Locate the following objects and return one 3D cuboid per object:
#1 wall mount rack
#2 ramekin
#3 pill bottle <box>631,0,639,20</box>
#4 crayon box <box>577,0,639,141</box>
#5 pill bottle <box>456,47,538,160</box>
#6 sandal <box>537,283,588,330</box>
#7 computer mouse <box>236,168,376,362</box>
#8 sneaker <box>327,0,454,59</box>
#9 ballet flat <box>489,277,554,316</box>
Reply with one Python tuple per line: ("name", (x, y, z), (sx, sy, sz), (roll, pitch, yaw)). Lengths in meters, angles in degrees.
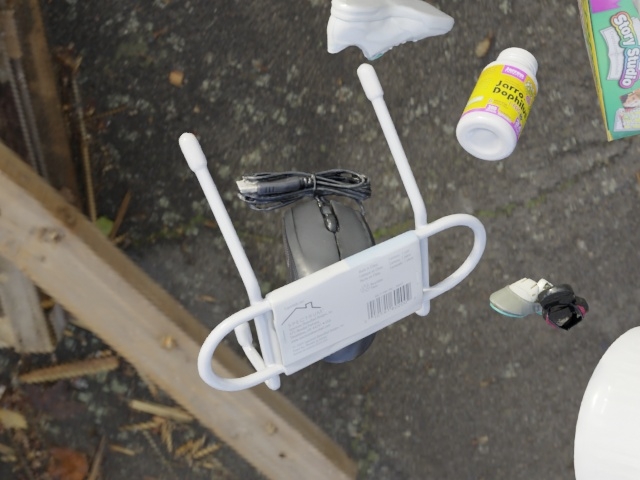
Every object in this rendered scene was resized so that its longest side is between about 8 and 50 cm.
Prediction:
("wall mount rack", (0.000, 0.000, 1.071), (0.350, 0.130, 0.304), (-24, 135, -16))
("ramekin", (0.466, 0.258, 1.314), (0.135, 0.277, 0.277), (8, 133, 46))
("pill bottle", (0.287, -0.124, 0.523), (0.204, 0.361, 0.204), (1, 118, 1))
("crayon box", (0.525, -0.420, 1.820), (0.106, 0.313, 0.363), (-10, 130, 16))
("pill bottle", (0.130, -0.100, 0.722), (0.043, 0.083, 0.043), (19, 147, 13))
("sandal", (0.356, 0.105, 1.468), (0.067, 0.040, 0.179), (-25, 157, 15))
("computer mouse", (0.006, 0.017, 1.258), (0.188, 0.272, 0.072), (-3, 154, -19))
("sneaker", (0.099, -0.310, 1.490), (0.212, 0.080, 0.094), (-4, 124, -30))
("ballet flat", (0.374, 0.097, 1.805), (0.213, 0.072, 0.068), (8, 114, -51))
